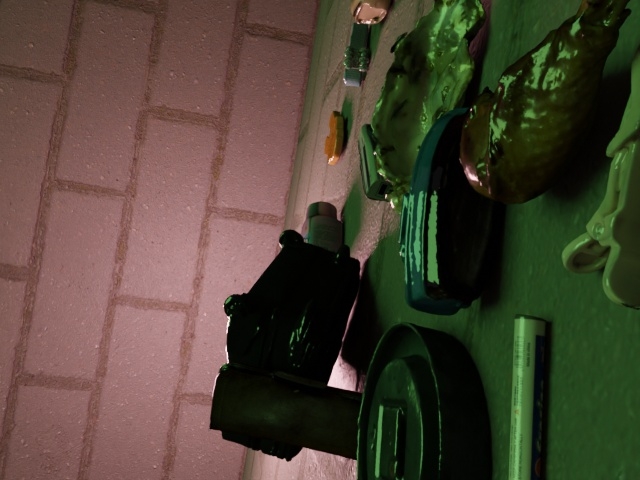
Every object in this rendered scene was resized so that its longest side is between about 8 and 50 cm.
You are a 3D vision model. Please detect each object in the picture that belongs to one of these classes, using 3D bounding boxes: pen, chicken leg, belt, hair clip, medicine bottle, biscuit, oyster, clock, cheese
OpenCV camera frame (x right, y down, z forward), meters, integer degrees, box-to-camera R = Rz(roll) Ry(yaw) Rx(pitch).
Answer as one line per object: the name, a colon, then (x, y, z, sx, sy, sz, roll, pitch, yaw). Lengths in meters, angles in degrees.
pen: (0.161, 0.160, 0.421, 0.025, 0.025, 0.204, 135, 143, -74)
chicken leg: (0.171, -0.118, 0.376, 0.251, 0.087, 0.107, 101, 176, -59)
belt: (0.093, -0.487, 1.374, 0.100, 0.065, 0.179, 95, -179, -74)
hair clip: (0.207, -0.073, 0.344, 0.072, 0.034, 0.225, -124, 45, -81)
medicine bottle: (0.000, 0.000, 1.336, 0.119, 0.095, 0.187, 115, 161, -53)
biscuit: (0.043, -0.296, 1.568, 0.236, 0.040, 0.143, -105, 19, -65)
oyster: (0.150, -0.180, 0.701, 0.166, 0.094, 0.294, 46, 118, 56)
clock: (0.102, 0.234, 0.607, 0.280, 0.056, 0.280, -171, 90, -81)
cheese: (0.133, -0.646, 1.230, 0.163, 0.082, 0.286, -177, 97, -80)

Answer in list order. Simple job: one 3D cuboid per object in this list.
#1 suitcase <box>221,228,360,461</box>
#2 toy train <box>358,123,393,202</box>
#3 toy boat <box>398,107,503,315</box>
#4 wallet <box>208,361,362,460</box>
suitcase: (-0.056, 0.192, 1.009, 0.345, 0.189, 0.339, -61, -16, -63)
toy train: (0.103, -0.167, 1.006, 0.251, 0.055, 0.048, -92, 14, -48)
toy boat: (0.132, -0.034, 0.564, 0.097, 0.100, 0.223, -12, 66, 65)
wallet: (-0.040, 0.265, 0.830, 0.031, 0.256, 0.137, -76, -1, -66)
